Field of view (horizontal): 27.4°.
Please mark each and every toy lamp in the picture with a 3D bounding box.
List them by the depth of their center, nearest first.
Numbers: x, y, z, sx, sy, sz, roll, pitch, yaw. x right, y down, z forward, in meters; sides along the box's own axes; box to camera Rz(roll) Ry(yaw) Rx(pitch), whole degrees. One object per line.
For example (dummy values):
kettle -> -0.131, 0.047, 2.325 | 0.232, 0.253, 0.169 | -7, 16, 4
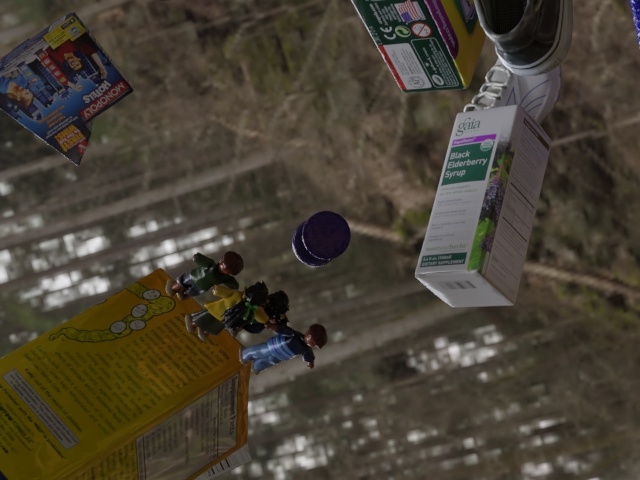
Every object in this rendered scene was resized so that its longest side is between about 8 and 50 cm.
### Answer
toy lamp -> 0.000, 0.000, 2.004 | 0.274, 0.080, 0.080 | 165, 89, -85

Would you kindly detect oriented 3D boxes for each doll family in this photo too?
doll family -> -0.073, 0.081, 1.428 | 0.193, 0.111, 0.076 | 34, -139, -40

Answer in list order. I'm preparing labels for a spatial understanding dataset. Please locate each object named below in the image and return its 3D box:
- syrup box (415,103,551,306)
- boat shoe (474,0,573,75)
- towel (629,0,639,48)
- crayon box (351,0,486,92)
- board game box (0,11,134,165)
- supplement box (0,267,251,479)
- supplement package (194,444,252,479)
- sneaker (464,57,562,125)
syrup box -> 0.202, -0.043, 1.606 | 0.096, 0.093, 0.237 | 39, -122, -42
boat shoe -> 0.221, -0.352, 1.448 | 0.119, 0.121, 0.335 | 31, -129, -60
towel -> 0.448, -0.270, 1.724 | 0.308, 0.076, 0.228 | 23, -129, -70
crayon box -> 0.118, -0.418, 1.608 | 0.363, 0.106, 0.313 | 55, -135, -45
board game box -> -0.386, -0.221, 1.985 | 0.194, 0.194, 0.060 | 52, -165, -25
supplement box -> -0.280, 0.229, 1.622 | 0.195, 0.356, 0.194 | 41, 145, 28
supplement package -> -0.240, 0.316, 2.174 | 0.194, 0.203, 0.149 | -129, 16, -79
sneaker -> 0.287, -0.201, 2.051 | 0.129, 0.111, 0.297 | 4, -77, -34
